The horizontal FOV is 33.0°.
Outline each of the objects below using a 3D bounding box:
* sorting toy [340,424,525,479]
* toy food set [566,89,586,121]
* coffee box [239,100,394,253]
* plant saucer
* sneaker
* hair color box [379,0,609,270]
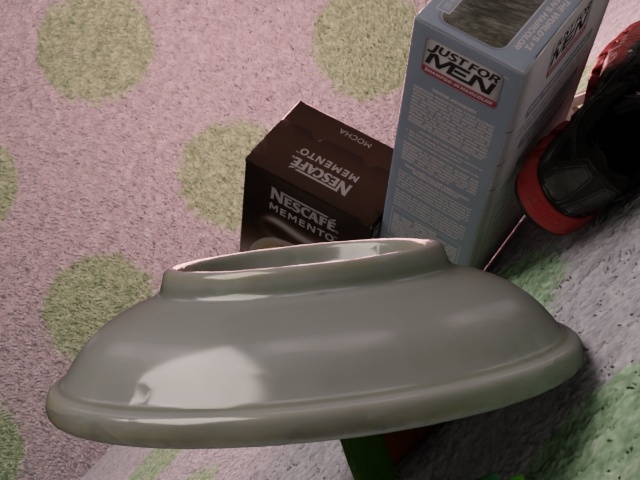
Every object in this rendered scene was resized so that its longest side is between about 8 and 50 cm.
[{"bbox_3d":[0.080,0.149,0.801,0.126,0.127,0.365,-21,6,-1],"label":"sorting toy"},{"bbox_3d":[0.398,-0.262,1.253,0.306,0.092,0.220,-46,7,-9],"label":"toy food set"},{"bbox_3d":[0.000,0.000,1.300,0.119,0.168,0.297,-50,-18,-34],"label":"coffee box"},{"bbox_3d":[-0.008,0.058,0.817,0.400,0.100,0.400,-5,4,0],"label":"plant saucer"},{"bbox_3d":[0.297,-0.124,1.023,0.276,0.097,0.135,-51,8,-24],"label":"sneaker"},{"bbox_3d":[0.165,-0.118,1.075,0.185,0.113,0.374,-49,-19,-28],"label":"hair color box"}]
